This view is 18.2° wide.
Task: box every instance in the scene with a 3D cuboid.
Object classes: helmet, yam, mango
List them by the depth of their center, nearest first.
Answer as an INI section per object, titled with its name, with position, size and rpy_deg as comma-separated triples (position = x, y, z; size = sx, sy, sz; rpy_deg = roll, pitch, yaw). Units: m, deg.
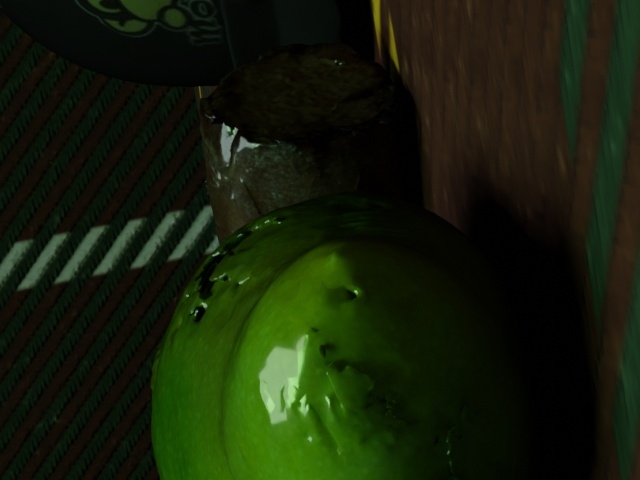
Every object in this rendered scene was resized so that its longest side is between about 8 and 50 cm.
[mango]
position = 0.006, 0.045, 0.572
size = 0.233, 0.111, 0.125
rpy_deg = 102, 152, -73
[yam]
position = 0.000, -0.001, 0.738
size = 0.079, 0.079, 0.141
rpy_deg = -108, 8, -53
[helmet]
position = -0.085, -0.165, 0.831
size = 0.279, 0.160, 0.230
rpy_deg = -105, 9, -48
